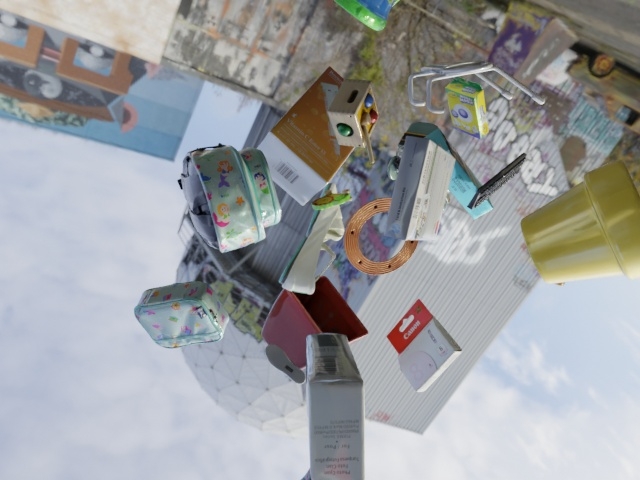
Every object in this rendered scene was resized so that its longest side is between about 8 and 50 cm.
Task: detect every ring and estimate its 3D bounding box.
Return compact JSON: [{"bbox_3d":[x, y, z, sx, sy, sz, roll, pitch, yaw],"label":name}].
[{"bbox_3d":[0.251,-0.017,2.190,0.336,0.337,0.032,18,-166,-24],"label":"ring"}]

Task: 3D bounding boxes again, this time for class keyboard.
[{"bbox_3d":[0.428,-0.136,1.296,0.180,0.108,0.023,-36,-109,-21],"label":"keyboard"}]

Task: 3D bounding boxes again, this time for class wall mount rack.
[{"bbox_3d":[0.408,-0.418,1.432,0.304,0.131,0.350,-8,-160,-1],"label":"wall mount rack"}]

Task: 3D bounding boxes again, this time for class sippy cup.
[{"bbox_3d":[0.134,-0.711,1.383,0.240,0.224,0.305,35,-152,-11],"label":"sippy cup"}]

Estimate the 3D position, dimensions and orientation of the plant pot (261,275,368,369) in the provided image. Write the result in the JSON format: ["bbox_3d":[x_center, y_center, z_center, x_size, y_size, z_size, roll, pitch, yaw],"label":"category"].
[{"bbox_3d":[-0.042,0.310,1.855,0.267,0.236,0.267,51,-155,18],"label":"plant pot"}]

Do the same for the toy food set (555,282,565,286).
[{"bbox_3d":[0.633,0.010,1.420,0.104,0.111,0.232,19,-125,35],"label":"toy food set"}]

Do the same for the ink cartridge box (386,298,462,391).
[{"bbox_3d":[0.308,0.326,1.684,0.066,0.189,0.232,13,-150,-47],"label":"ink cartridge box"}]

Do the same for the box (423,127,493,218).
[{"bbox_3d":[0.347,-0.166,1.353,0.244,0.060,0.101,40,-151,-36],"label":"box"}]

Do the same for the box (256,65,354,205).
[{"bbox_3d":[-0.013,-0.312,1.586,0.215,0.168,0.345,40,-123,-9],"label":"box"}]

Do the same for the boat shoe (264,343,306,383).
[{"bbox_3d":[-0.099,0.340,1.458,0.142,0.049,0.040,45,162,-1],"label":"boat shoe"}]

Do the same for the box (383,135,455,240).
[{"bbox_3d":[0.157,-0.072,0.821,0.038,0.145,0.186,15,-173,25],"label":"box"}]

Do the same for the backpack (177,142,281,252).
[{"bbox_3d":[-0.191,-0.092,1.114,0.191,0.225,0.253,-16,-168,-11],"label":"backpack"}]

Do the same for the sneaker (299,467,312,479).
[{"bbox_3d":[-0.017,0.654,1.426,0.104,0.125,0.262,26,-114,12],"label":"sneaker"}]

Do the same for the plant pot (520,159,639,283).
[{"bbox_3d":[0.591,-0.016,1.177,0.254,0.239,0.254,39,-142,-39],"label":"plant pot"}]

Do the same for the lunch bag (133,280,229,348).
[{"bbox_3d":[-0.451,0.253,1.761,0.279,0.224,0.108,-9,-146,18],"label":"lunch bag"}]

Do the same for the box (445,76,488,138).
[{"bbox_3d":[0.411,-0.375,1.494,0.105,0.043,0.179,36,162,40],"label":"box"}]

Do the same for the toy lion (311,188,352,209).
[{"bbox_3d":[0.028,-0.113,1.523,0.100,0.034,0.096,0,-153,33],"label":"toy lion"}]

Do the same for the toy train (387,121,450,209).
[{"bbox_3d":[0.332,-0.214,1.677,0.142,0.190,0.334,19,161,38],"label":"toy train"}]

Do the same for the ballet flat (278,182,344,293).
[{"bbox_3d":[0.000,0.000,1.720,0.139,0.139,0.400,27,-114,-4],"label":"ballet flat"}]

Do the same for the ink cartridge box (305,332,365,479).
[{"bbox_3d":[0.016,0.382,0.920,0.091,0.385,0.308,1,-178,-3],"label":"ink cartridge box"}]

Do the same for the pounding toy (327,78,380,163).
[{"bbox_3d":[0.090,-0.280,1.256,0.100,0.141,0.130,12,151,26],"label":"pounding toy"}]
